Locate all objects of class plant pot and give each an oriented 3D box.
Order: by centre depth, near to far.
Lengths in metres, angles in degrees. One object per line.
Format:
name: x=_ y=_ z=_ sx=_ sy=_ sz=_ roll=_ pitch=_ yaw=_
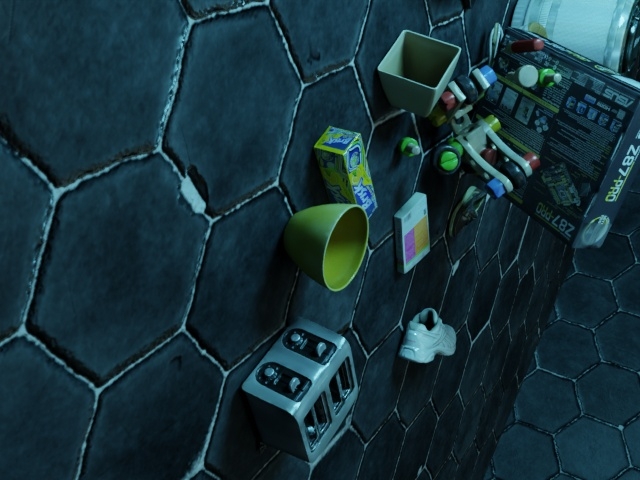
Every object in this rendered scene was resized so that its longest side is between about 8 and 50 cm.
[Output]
plant pot: x=0.000 y=0.000 z=1.107 sx=0.134 sy=0.095 sz=0.134 roll=-38 pitch=136 yaw=-48
plant pot: x=0.169 y=-0.280 z=1.257 sx=0.109 sy=0.109 sz=0.096 roll=-58 pitch=160 yaw=-26

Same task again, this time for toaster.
toaster: x=-0.031 y=0.249 z=1.173 sx=0.168 sy=0.110 sz=0.186 roll=-49 pitch=144 yaw=-36

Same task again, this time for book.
book: x=0.188 y=-0.014 z=1.502 sx=0.096 sy=0.035 sz=0.144 roll=-43 pitch=139 yaw=-38

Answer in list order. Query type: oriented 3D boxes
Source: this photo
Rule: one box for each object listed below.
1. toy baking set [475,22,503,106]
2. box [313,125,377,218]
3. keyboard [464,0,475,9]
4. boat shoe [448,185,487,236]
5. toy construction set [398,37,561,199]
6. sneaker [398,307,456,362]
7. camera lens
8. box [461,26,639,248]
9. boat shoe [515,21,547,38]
toy baking set: x=0.392 y=-0.382 z=1.671 sx=0.256 sy=0.030 sz=0.197 roll=36 pitch=67 yaw=-67
box: x=0.043 y=-0.099 z=1.167 sx=0.054 sy=0.059 sz=0.169 roll=-54 pitch=146 yaw=-28
keyboard: x=0.319 y=-0.566 z=1.446 sx=0.180 sy=0.023 sz=0.108 roll=-67 pitch=158 yaw=-12
boat shoe: x=0.355 y=-0.070 z=1.747 sx=0.152 sy=0.049 sz=0.056 roll=-59 pitch=149 yaw=-24
toy construction set: x=0.315 y=-0.253 z=1.449 sx=0.309 sy=0.257 sz=0.237 roll=-58 pitch=-164 yaw=5
sneaker: x=0.266 y=0.214 z=1.708 sx=0.232 sy=0.090 sz=0.115 roll=-8 pitch=109 yaw=-60
camera lens: x=0.614 y=-0.491 z=1.735 sx=0.219 sy=0.274 sz=0.220 roll=-38 pitch=136 yaw=-50
box: x=0.465 y=-0.216 z=1.464 sx=0.097 sy=0.395 sz=0.318 roll=1 pitch=120 yaw=-30
boat shoe: x=0.458 y=-0.355 z=1.670 sx=0.098 sy=0.096 sz=0.277 roll=8 pitch=88 yaw=-38
